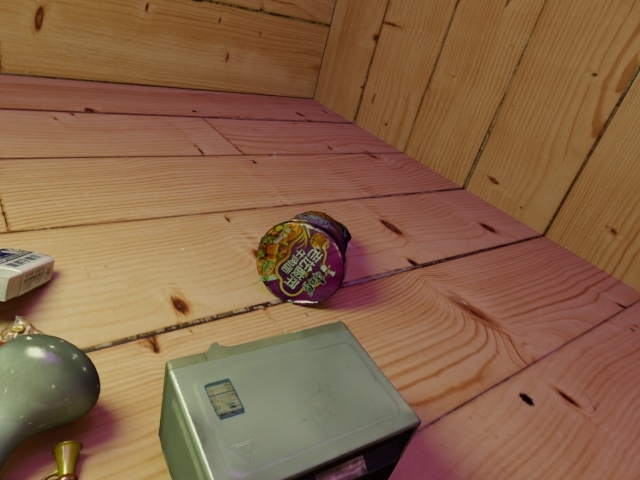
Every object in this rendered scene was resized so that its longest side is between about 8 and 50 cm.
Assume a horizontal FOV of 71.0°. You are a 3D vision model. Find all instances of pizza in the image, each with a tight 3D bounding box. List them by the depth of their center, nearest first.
[{"bbox_3d":[-0.581,0.209,0.888,0.185,0.052,0.195,-9,37,-42],"label":"pizza"}]

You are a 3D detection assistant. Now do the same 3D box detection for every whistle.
[{"bbox_3d":[-0.408,0.374,0.699,0.057,0.046,0.109,16,32,-30],"label":"whistle"}]

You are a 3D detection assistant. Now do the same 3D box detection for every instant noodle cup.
[{"bbox_3d":[-0.037,0.033,1.285,0.251,0.251,0.190,18,21,4],"label":"instant noodle cup"}]

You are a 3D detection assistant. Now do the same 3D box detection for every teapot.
[{"bbox_3d":[-0.486,0.281,0.708,0.183,0.183,0.251,19,42,5],"label":"teapot"}]

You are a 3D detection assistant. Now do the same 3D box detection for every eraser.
[{"bbox_3d":[-0.691,0.071,0.976,0.124,0.068,0.210,14,6,-11],"label":"eraser"}]

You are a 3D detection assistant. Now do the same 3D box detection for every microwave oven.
[{"bbox_3d":[-0.064,0.329,0.767,0.355,0.218,0.286,-6,37,-34],"label":"microwave oven"}]

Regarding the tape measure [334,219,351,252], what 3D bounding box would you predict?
[{"bbox_3d":[0.000,0.000,1.476,0.186,0.112,0.199,25,35,29],"label":"tape measure"}]
